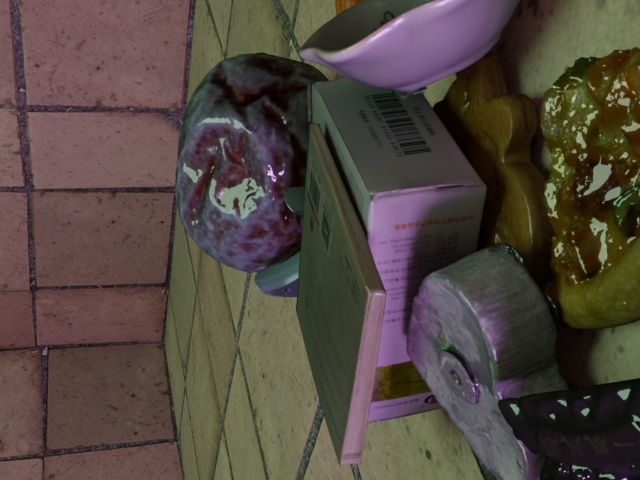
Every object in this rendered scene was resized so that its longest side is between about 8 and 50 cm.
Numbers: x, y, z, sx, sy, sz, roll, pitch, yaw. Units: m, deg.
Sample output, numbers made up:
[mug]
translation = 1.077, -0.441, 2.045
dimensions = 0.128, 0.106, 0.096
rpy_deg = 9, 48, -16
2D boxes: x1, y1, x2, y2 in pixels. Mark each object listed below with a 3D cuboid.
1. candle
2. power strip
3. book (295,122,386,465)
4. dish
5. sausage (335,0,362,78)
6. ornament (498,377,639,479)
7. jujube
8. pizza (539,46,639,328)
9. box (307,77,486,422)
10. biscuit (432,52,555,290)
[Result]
[candle]
translation = 0.133, 0.096, 0.649
dimensions = 0.168, 0.068, 0.192
rpy_deg = 17, 127, 70
[power strip]
translation = 0.000, 0.000, 1.026
dimensions = 0.216, 0.137, 0.044
rpy_deg = 116, 154, -45
[book]
translation = 0.011, 0.060, 0.765
dimensions = 0.282, 0.025, 0.214
rpy_deg = 95, 162, -49
[dish]
translation = 0.096, -0.186, 0.693
dimensions = 0.081, 0.229, 0.229
rpy_deg = 60, 171, -20
[sausage]
translation = 0.054, -0.261, 0.944
dimensions = 0.071, 0.071, 0.234
rpy_deg = 149, 118, -70
[ornament]
translation = 0.217, 0.204, 0.453
dimensions = 0.251, 0.106, 0.260
rpy_deg = 131, 129, -68
[jujube]
translation = -0.081, -0.115, 1.124
dimensions = 0.246, 0.215, 0.308
rpy_deg = 43, 131, 13
[pizza]
translation = 0.200, -0.057, 0.524
dimensions = 0.292, 0.058, 0.197
rpy_deg = 111, 152, -50
[box]
translation = 0.064, 0.010, 0.794
dimensions = 0.200, 0.107, 0.299
rpy_deg = -110, 14, -48
[biscuit]
translation = 0.154, -0.043, 0.705
dimensions = 0.184, 0.035, 0.248
rpy_deg = 111, 152, -58
